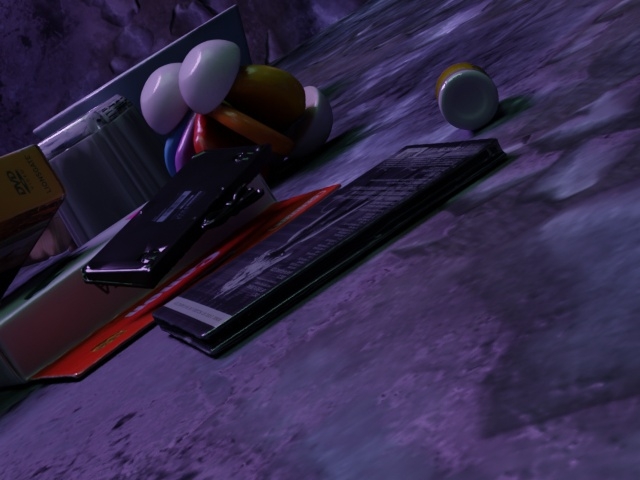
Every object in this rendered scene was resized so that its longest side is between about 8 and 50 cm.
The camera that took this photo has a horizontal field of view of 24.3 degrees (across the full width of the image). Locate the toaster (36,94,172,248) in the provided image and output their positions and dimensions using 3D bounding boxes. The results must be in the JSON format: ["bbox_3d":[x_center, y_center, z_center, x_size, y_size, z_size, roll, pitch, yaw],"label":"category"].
[{"bbox_3d":[-0.243,-0.073,1.686,0.129,0.146,0.227,-31,10,11],"label":"toaster"}]

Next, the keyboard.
[{"bbox_3d":[-0.099,-0.020,1.165,0.108,0.023,0.180,-3,34,37],"label":"keyboard"}]

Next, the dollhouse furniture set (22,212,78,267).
[{"bbox_3d":[-0.534,-0.051,1.791,0.394,0.256,0.362,-15,1,45],"label":"dollhouse furniture set"}]

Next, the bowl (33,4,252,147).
[{"bbox_3d":[-0.202,-0.159,1.938,0.311,0.163,0.311,-30,10,6],"label":"bowl"}]

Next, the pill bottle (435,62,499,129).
[{"bbox_3d":[0.107,-0.108,1.089,0.043,0.043,0.083,-30,10,8],"label":"pill bottle"}]

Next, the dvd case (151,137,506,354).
[{"bbox_3d":[0.000,0.000,0.962,0.221,0.018,0.164,-33,11,-13],"label":"dvd case"}]

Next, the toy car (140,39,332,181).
[{"bbox_3d":[-0.089,-0.101,1.451,0.182,0.159,0.136,-17,54,54],"label":"toy car"}]

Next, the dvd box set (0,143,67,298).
[{"bbox_3d":[-0.440,0.080,1.252,0.420,0.062,0.307,-27,-12,-38],"label":"dvd box set"}]

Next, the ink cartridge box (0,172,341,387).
[{"bbox_3d":[-0.147,0.019,1.203,0.275,0.060,0.239,-37,10,-27],"label":"ink cartridge box"}]
